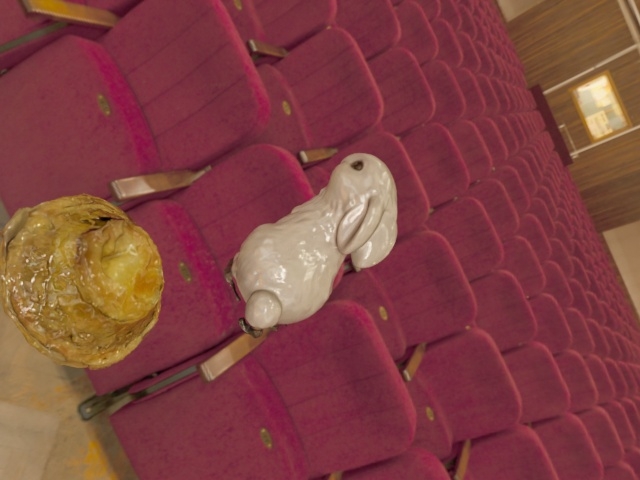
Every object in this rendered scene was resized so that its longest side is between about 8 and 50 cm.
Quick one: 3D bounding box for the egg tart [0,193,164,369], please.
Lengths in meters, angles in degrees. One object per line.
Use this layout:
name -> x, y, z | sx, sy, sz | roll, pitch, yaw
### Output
egg tart -> -0.399, 0.068, 0.806 | 0.341, 0.128, 0.341 | 34, 51, -57

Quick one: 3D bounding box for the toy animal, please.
toy animal -> 0.000, 0.000, 0.803 | 0.194, 0.357, 0.258 | 42, 12, -29
